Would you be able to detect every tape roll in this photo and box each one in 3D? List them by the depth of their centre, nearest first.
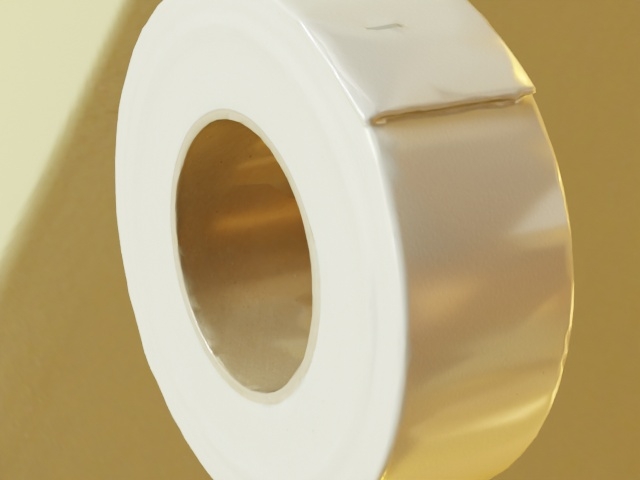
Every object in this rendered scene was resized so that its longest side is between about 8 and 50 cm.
[{"bbox_3d":[0.000,0.000,0.810,0.100,0.286,0.286,-10,-79,-31],"label":"tape roll"}]
